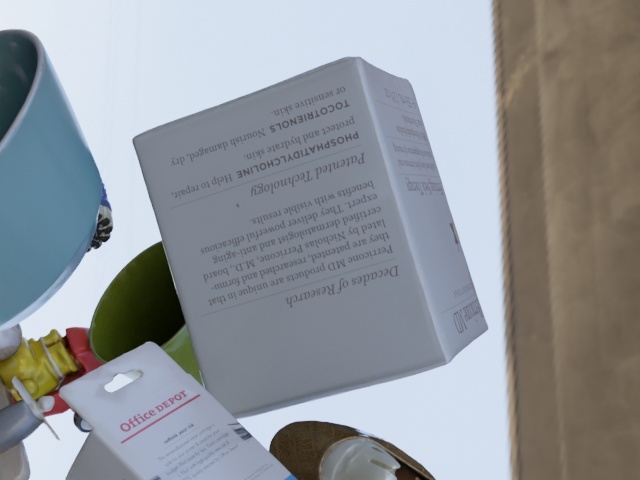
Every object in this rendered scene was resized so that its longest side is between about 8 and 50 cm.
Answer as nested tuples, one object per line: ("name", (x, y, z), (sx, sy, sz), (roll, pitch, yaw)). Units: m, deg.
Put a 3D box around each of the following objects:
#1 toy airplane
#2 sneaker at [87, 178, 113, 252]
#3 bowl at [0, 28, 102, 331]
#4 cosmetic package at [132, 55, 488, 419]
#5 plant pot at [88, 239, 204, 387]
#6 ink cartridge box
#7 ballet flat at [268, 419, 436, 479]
("toy airplane", (-0.581, 0.241, 1.967), (0.384, 0.386, 0.272), (-55, 153, -48))
("sneaker", (-0.493, -0.045, 1.772), (0.130, 0.330, 0.147), (87, -5, -50))
("bowl", (-0.324, -0.029, 1.033), (0.311, 0.163, 0.311), (-25, -141, 22))
("cosmetic package", (0.000, 0.000, 1.536), (0.327, 0.329, 0.394), (-18, -93, 17))
("plant pot", (-0.216, 0.185, 2.019), (0.275, 0.293, 0.275), (-24, -139, 23))
("ink cartridge box", (-0.099, 0.164, 0.783), (0.180, 0.104, 0.060), (42, -55, 16))
("ballet flat", (0.099, 0.307, 1.282), (0.116, 0.342, 0.124), (-56, 179, -15))
